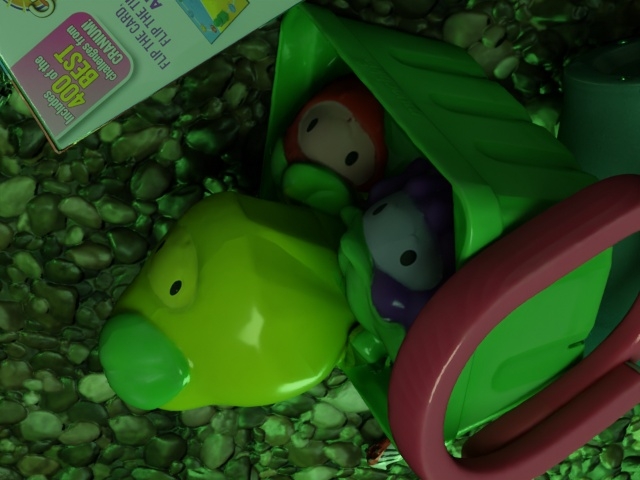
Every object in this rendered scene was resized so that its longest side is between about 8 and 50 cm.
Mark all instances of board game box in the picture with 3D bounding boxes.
[{"bbox_3d":[-0.134,-0.251,1.046,0.316,0.064,0.242,-32,123,-7],"label":"board game box"}]

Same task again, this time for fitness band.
[{"bbox_3d":[0.170,0.071,0.984,0.291,0.054,0.209,-31,136,-23],"label":"fitness band"}]

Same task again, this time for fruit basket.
[{"bbox_3d":[0.000,0.000,1.101,0.392,0.392,0.283,2,123,-10],"label":"fruit basket"}]

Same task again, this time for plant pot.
[{"bbox_3d":[0.317,-0.045,1.200,0.272,0.271,0.255,-13,109,-1],"label":"plant pot"}]

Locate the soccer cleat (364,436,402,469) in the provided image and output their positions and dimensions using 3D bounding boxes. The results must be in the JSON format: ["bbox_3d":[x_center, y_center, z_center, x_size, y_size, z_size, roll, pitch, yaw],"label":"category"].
[{"bbox_3d":[0.084,0.217,1.460,0.083,0.029,0.035,-42,128,21],"label":"soccer cleat"}]

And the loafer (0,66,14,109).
[{"bbox_3d":[-0.264,-0.173,1.114,0.084,0.096,0.267,8,120,-20],"label":"loafer"}]
